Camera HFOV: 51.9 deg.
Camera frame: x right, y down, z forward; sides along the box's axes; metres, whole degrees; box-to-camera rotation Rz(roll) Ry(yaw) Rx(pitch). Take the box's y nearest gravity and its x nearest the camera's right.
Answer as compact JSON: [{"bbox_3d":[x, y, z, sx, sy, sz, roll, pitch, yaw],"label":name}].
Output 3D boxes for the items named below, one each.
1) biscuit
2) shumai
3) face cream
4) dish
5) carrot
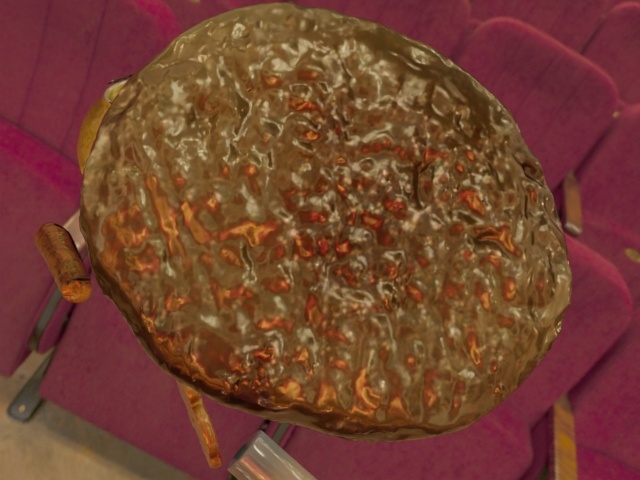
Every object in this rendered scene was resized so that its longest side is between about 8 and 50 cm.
[{"bbox_3d":[-0.248,0.353,1.343,0.036,0.166,0.225,-18,51,-21],"label":"biscuit"},{"bbox_3d":[0.000,0.000,0.628,0.397,0.323,0.324,22,79,-2],"label":"shumai"},{"bbox_3d":[-0.021,0.391,0.972,0.250,0.077,0.077,41,39,-1],"label":"face cream"},{"bbox_3d":[-0.208,-0.146,0.787,0.149,0.080,0.207,23,38,14],"label":"dish"},{"bbox_3d":[-0.496,0.038,1.264,0.070,0.070,0.260,1,24,-34],"label":"carrot"}]
